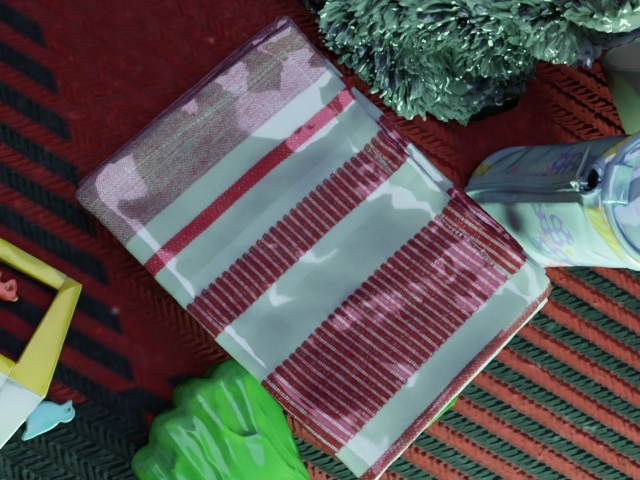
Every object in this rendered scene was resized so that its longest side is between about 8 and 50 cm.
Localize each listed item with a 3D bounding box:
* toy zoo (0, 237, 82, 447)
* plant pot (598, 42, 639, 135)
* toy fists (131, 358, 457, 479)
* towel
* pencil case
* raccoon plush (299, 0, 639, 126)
[{"bbox_3d":[-0.324,0.068,1.160,0.293,0.030,0.192,30,77,-10],"label":"toy zoo"},{"bbox_3d":[0.399,-0.056,1.271,0.256,0.256,0.274,-20,104,-16],"label":"plant pot"},{"bbox_3d":[-0.025,0.137,1.199,0.279,0.096,0.142,-34,100,-18],"label":"toy fists"},{"bbox_3d":[0.000,0.000,1.172,0.329,0.037,0.237,45,70,5],"label":"towel"},{"bbox_3d":[0.216,-0.030,1.190,0.124,0.273,0.113,-3,91,-17],"label":"pencil case"},{"bbox_3d":[0.076,-0.226,1.161,0.446,0.299,0.216,4,83,-14],"label":"raccoon plush"}]
